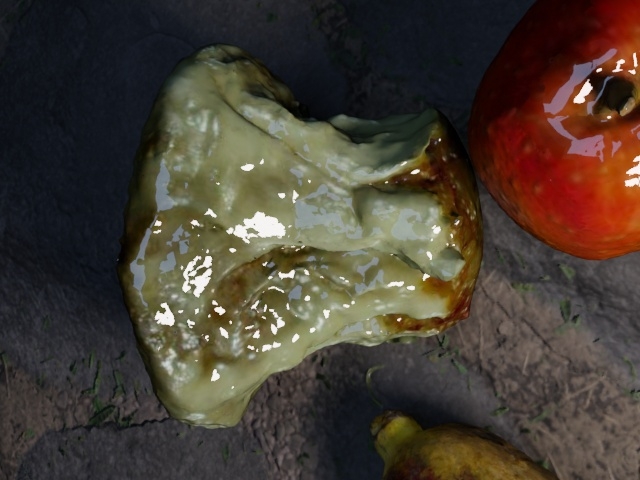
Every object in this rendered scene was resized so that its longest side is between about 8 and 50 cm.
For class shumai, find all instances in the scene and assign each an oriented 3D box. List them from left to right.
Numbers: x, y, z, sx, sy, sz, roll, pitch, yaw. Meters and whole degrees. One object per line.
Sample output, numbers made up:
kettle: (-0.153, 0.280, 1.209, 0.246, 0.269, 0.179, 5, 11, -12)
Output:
shumai: (0.000, 0.000, 1.042, 0.323, 0.324, 0.398, 2, 92, 14)

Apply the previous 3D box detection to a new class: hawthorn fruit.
hawthorn fruit: (0.267, -0.112, 0.885, 0.287, 0.330, 0.287, 2, 95, 19)

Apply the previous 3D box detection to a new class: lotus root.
lotus root: (0.157, 0.282, 1.010, 0.314, 0.141, 0.169, 37, 106, 27)
